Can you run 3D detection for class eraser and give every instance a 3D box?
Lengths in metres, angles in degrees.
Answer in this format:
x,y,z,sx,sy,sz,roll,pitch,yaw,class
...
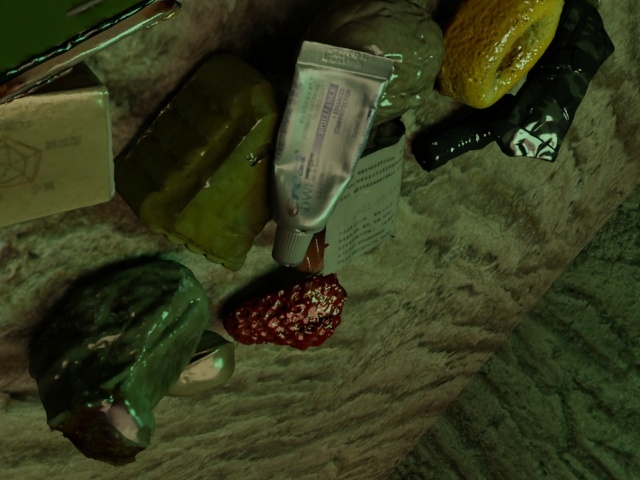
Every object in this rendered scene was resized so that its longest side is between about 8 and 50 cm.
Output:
x,y,z,sx,sy,sz,roll,pitch,yaw,class
-0.367,-0.069,0.499,0.343,0.078,0.144,-19,140,-33,eraser

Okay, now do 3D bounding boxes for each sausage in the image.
x,y,z,sx,sy,sz,roll,pitch,yaw,class
0.001,0.000,1.004,0.065,0.065,0.169,1,127,-49,sausage

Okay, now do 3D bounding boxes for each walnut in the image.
x,y,z,sx,sy,sz,roll,pitch,yaw,class
0.068,-0.230,0.725,0.230,0.178,0.178,-22,142,-40,walnut

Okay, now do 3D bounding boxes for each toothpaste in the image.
x,y,z,sx,sy,sz,roll,pitch,yaw,class
-0.005,-0.088,0.661,0.099,0.068,0.282,-19,138,-45,toothpaste

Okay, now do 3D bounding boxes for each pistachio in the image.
x,y,z,sx,sy,sz,roll,pitch,yaw,class
-0.219,0.213,0.958,0.149,0.113,0.113,-22,142,-30,pistachio

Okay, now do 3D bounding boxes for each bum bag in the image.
x,y,z,sx,sy,sz,roll,pitch,yaw,class
0.434,-0.287,1.023,0.340,0.144,0.095,-58,-169,-11,bum bag

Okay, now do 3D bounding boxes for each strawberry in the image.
x,y,z,sx,sy,sz,roll,pitch,yaw,class
-0.054,0.154,1.033,0.237,0.111,0.190,-15,159,-27,strawberry

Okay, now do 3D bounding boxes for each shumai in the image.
x,y,z,sx,sy,sz,roll,pitch,yaw,class
-0.248,0.171,0.781,0.261,0.222,0.225,-37,145,-20,shumai

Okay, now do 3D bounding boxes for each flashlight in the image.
x,y,z,sx,sy,sz,roll,pitch,yaw,class
0.282,-0.201,1.063,0.232,0.093,0.093,-29,145,-18,flashlight

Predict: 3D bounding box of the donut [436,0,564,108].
x,y,z,sx,sy,sz,roll,pitch,yaw,class
0.286,-0.329,0.908,0.253,0.118,0.253,-41,162,-17,donut

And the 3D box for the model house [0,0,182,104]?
x,y,z,sx,sy,sz,roll,pitch,yaw,class
-0.237,-0.233,0.435,0.294,0.154,0.207,-40,105,-23,model house

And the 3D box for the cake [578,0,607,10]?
x,y,z,sx,sy,sz,roll,pitch,yaw,class
0.533,-0.457,1.081,0.052,0.065,0.121,-45,155,6,cake

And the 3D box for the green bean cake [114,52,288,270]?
x,y,z,sx,sy,sz,roll,pitch,yaw,class
-0.107,-0.087,0.724,0.236,0.124,0.233,-48,148,6,green bean cake

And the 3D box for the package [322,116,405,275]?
x,y,z,sx,sy,sz,roll,pitch,yaw,class
0.085,-0.076,0.926,0.251,0.062,0.203,-43,142,-43,package
